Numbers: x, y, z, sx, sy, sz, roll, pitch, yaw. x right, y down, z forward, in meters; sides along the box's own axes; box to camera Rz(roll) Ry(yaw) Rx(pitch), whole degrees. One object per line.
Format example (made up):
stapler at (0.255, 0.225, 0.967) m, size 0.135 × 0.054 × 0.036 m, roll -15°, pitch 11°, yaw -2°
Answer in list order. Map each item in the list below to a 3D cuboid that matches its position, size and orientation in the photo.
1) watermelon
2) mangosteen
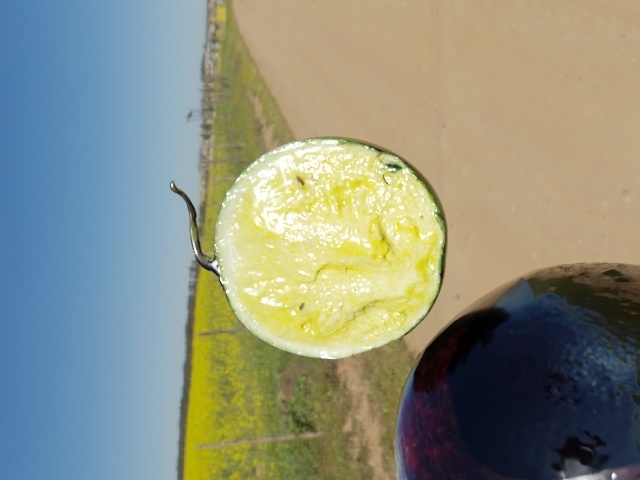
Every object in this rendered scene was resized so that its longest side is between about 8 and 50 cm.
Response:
watermelon at (0.008, 0.001, 0.623) m, size 0.127 × 0.232 × 0.204 m, roll -55°, pitch -52°, yaw -67°
mangosteen at (0.206, 0.171, 0.505) m, size 0.330 × 0.329 × 0.330 m, roll -178°, pitch 90°, yaw -80°
